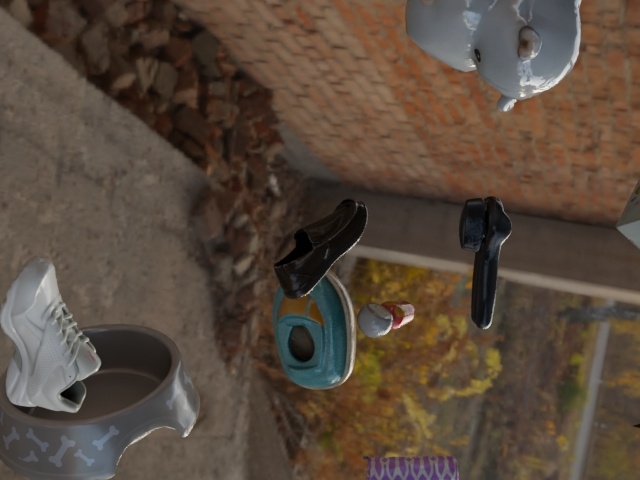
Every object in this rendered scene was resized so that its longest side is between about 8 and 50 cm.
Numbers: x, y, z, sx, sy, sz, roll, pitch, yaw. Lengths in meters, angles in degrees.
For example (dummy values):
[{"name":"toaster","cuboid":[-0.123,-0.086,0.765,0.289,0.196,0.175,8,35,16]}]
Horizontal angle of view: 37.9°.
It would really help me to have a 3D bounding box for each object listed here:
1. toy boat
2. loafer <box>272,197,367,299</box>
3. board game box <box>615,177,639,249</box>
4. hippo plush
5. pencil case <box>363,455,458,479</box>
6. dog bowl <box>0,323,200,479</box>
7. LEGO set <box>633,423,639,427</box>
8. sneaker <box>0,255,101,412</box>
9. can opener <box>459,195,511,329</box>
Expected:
[{"name":"toy boat","cuboid":[0.025,0.161,1.844,0.148,0.318,0.267,-8,88,-54]},{"name":"loafer","cuboid":[0.000,0.000,1.595,0.078,0.080,0.220,50,63,-25]},{"name":"board game box","cuboid":[0.434,-0.061,0.885,0.224,0.097,0.303,41,62,-14]},{"name":"hippo plush","cuboid":[0.218,-0.249,0.965,0.236,0.294,0.234,-62,169,-7]},{"name":"pencil case","cuboid":[0.194,0.503,1.990,0.088,0.206,0.086,79,11,-71]},{"name":"dog bowl","cuboid":[-0.383,0.260,1.583,0.349,0.348,0.102,-48,138,-55]},{"name":"LEGO set","cuboid":[0.614,0.210,1.279,0.192,0.331,0.255,80,27,-47]},{"name":"sneaker","cuboid":[-0.324,0.119,1.152,0.090,0.115,0.232,-63,165,-51]},{"name":"can opener","cuboid":[0.224,0.029,1.277,0.059,0.073,0.186,-72,162,-72]}]
